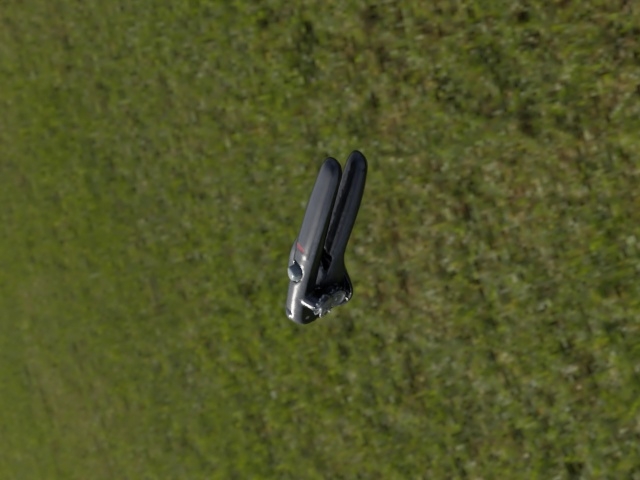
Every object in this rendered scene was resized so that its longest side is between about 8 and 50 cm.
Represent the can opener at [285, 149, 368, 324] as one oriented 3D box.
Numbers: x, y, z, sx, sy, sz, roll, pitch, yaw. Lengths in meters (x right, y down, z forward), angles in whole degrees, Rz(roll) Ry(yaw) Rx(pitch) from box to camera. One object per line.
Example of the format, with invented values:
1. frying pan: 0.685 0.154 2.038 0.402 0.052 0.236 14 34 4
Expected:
1. can opener: 0.000 0.000 1.037 0.073 0.059 0.186 44 145 24
